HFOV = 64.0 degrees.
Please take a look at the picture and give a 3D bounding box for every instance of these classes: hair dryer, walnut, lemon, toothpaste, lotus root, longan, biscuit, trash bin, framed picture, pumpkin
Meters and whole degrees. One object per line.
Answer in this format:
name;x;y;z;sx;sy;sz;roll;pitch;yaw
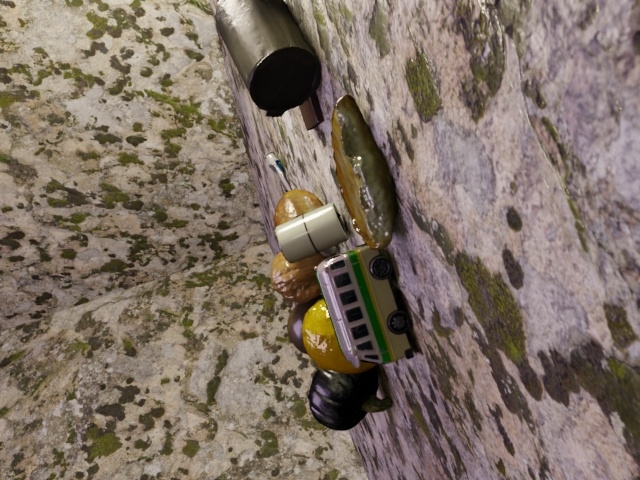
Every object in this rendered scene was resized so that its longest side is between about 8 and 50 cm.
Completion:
hair dryer;0.000;0.000;1.671;0.362;0.203;0.128;39;-152;-73
walnut;-0.060;0.117;1.939;0.224;0.257;0.257;52;-171;-53
lemon;0.073;0.273;1.492;0.288;0.233;0.234;11;129;31
toothpaste;-0.180;-0.293;2.402;0.266;0.061;0.096;62;167;12
lotus root;-0.088;-0.090;1.829;0.180;0.199;0.188;60;158;30
longan;-0.016;0.348;2.118;0.258;0.258;0.258;161;90;-80
biscuit;0.087;-0.158;1.151;0.329;0.078;0.335;-117;13;-52
trash bin;-0.141;-0.514;1.354;0.302;0.202;0.252;65;150;29
framed picture;-0.035;-0.396;1.501;0.168;0.023;0.128;-162;54;-77
pumpkin;0.105;0.534;1.784;0.296;0.295;0.296;161;90;-80

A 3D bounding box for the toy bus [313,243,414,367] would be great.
toy bus;0.109;0.171;1.306;0.143;0.179;0.306;165;86;-80
